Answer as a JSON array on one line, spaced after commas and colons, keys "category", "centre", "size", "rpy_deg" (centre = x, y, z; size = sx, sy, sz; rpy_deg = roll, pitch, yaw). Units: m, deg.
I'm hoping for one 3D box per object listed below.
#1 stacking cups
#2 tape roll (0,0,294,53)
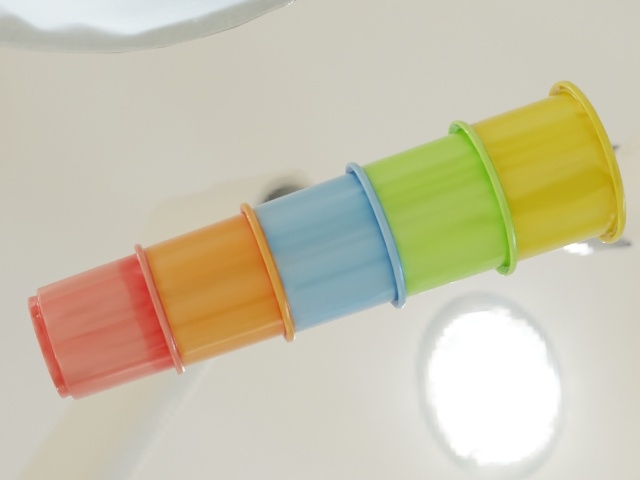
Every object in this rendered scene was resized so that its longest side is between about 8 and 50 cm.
[{"category": "stacking cups", "centre": [0.000, 0.000, 0.867], "size": [0.316, 0.096, 0.096], "rpy_deg": [-16, -84, -7]}, {"category": "tape roll", "centre": [-0.035, -0.235, 0.379], "size": [0.392, 0.072, 0.392], "rpy_deg": [-29, -45, -35]}]
